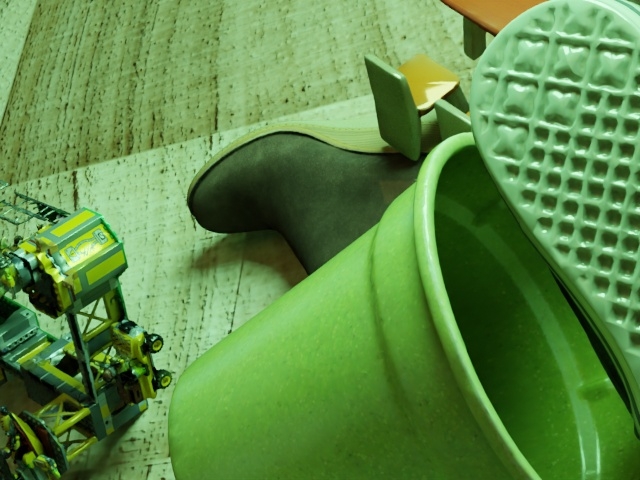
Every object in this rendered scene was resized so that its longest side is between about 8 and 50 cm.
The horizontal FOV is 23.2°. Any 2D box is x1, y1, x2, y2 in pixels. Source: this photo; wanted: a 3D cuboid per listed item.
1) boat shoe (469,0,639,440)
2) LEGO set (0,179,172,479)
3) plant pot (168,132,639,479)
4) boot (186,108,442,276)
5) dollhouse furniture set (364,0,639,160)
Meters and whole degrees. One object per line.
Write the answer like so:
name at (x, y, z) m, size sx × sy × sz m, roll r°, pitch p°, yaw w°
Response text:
boat shoe at (0.254, 0.079, 0.898) m, size 0.187 × 0.156 × 0.500 m, roll -35°, pitch 69°, yaw 20°
LEGO set at (-0.300, 0.073, 1.250) m, size 0.331 × 0.255 × 0.192 m, roll 30°, pitch 49°, yaw 33°
plant pot at (0.051, 0.110, 1.011) m, size 0.254 × 0.276 × 0.276 m, roll -29°, pitch 44°, yaw 29°
boot at (0.000, 0.000, 1.222) m, size 0.248 × 0.090 × 0.207 m, roll -16°, pitch 48°, yaw 19°
dollhouse furniture set at (0.198, -0.145, 1.133) m, size 0.262 × 0.135 × 0.259 m, roll -40°, pitch 53°, yaw -17°
